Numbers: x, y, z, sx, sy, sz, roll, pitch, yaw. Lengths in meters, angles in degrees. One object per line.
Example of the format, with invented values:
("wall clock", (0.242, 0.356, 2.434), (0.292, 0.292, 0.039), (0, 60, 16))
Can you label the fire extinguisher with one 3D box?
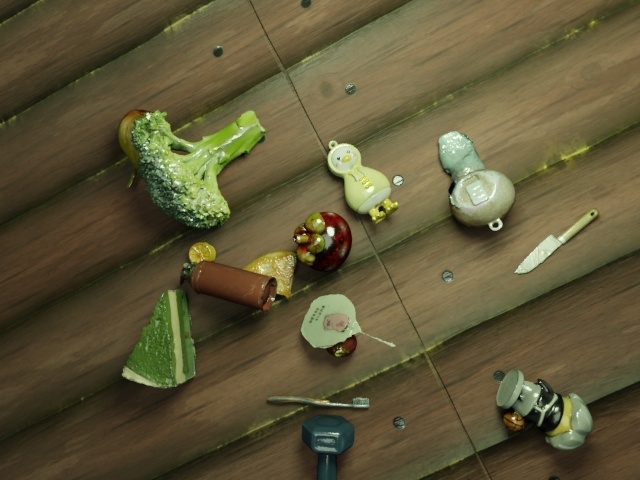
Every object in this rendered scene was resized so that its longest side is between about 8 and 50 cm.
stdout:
("fire extinguisher", (-0.300, 0.140, 1.296), (0.336, 0.107, 0.148), (12, 133, 18))

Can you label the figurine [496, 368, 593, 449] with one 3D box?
("figurine", (0.627, 0.484, 1.184), (0.236, 0.133, 0.176), (26, 99, 10))

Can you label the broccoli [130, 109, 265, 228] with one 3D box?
("broccoli", (-0.339, -0.208, 1.298), (0.396, 0.274, 0.354), (-14, 121, -31))

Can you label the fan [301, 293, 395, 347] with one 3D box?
("fan", (0.080, 0.254, 1.236), (0.309, 0.010, 0.182), (13, 64, 34))

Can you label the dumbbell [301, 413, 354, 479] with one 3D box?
("dumbbell", (0.019, 0.689, 1.238), (0.144, 0.160, 0.326), (4, 87, -25))

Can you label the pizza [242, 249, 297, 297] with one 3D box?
("pizza", (-0.137, 0.109, 1.332), (0.181, 0.062, 0.161), (-31, 77, -1))

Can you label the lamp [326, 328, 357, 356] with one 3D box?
("lamp", (0.061, 0.309, 1.280), (0.101, 0.090, 0.101), (3, 128, 3))

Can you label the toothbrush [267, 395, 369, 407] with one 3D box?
("toothbrush", (-0.009, 0.500, 1.311), (0.320, 0.023, 0.031), (-1, 80, 6))

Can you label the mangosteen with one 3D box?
("mangosteen", (0.000, 0.000, 1.251), (0.199, 0.200, 0.200), (0, 87, 7))

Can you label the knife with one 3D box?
("knife", (0.698, 0.004, 1.258), (0.298, 0.017, 0.047), (-43, 81, 7))

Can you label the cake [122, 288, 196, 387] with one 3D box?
("cake", (-0.508, 0.302, 1.313), (0.171, 0.158, 0.284), (-7, 85, 8))

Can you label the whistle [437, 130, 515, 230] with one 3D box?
("whistle", (0.449, -0.173, 1.245), (0.188, 0.189, 0.348), (-20, 63, 5))

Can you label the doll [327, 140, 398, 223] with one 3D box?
("doll", (0.113, -0.188, 1.284), (0.141, 0.117, 0.296), (-37, 84, 1))

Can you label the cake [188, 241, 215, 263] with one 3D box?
("cake", (-0.383, 0.045, 1.367), (0.083, 0.044, 0.084), (0, 88, 8))

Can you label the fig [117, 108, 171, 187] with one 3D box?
("fig", (-0.584, -0.289, 1.364), (0.159, 0.159, 0.257), (26, 105, 7))
